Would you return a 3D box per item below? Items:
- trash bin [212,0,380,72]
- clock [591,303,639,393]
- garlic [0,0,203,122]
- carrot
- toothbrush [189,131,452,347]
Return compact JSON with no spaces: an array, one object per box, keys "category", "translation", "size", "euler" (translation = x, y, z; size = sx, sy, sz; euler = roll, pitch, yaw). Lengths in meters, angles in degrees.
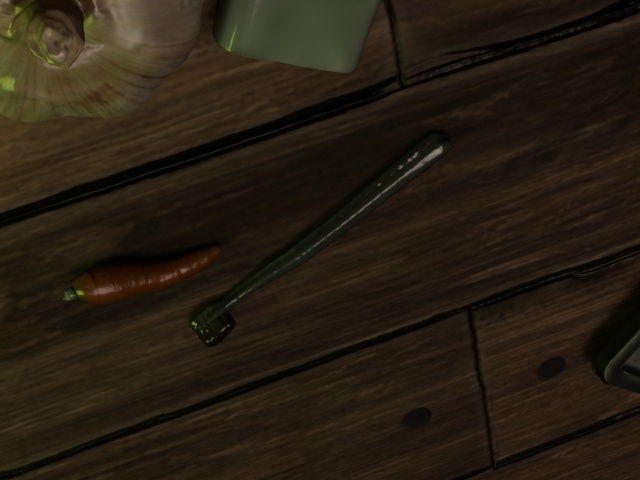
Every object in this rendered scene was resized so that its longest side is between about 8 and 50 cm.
[{"category":"trash bin","translation":[-0.008,-0.196,0.679],"size":[0.116,0.059,0.129],"euler":[6,125,-22]},{"category":"clock","translation":[0.476,0.081,1.078],"size":[0.273,0.049,0.278],"euler":[20,117,-32]},{"category":"garlic","translation":[-0.149,-0.139,0.565],"size":[0.199,0.226,0.199],"euler":[-9,123,-14]},{"category":"carrot","translation":[-0.154,0.030,0.819],"size":[0.142,0.035,0.035],"euler":[-14,130,-18]},{"category":"toothbrush","translation":[0.000,0.000,0.855],"size":[0.297,0.030,0.030],"euler":[-38,155,9]}]
